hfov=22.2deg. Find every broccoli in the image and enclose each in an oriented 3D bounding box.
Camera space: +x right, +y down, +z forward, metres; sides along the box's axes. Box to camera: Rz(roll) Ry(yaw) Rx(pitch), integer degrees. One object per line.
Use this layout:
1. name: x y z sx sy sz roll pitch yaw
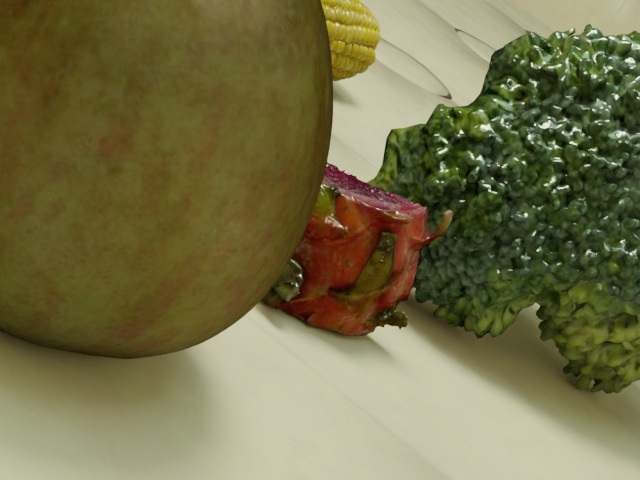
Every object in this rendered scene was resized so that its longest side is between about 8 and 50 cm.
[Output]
1. broccoli: 0.199 -0.005 1.270 0.375 0.302 0.249 -12 66 -31

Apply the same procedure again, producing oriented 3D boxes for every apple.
1. apple: -0.110 -0.078 0.824 0.257 0.234 0.257 31 14 -9

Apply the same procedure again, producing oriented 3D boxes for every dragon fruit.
1. dragon fruit: 0.000 0.000 1.054 0.147 0.102 0.096 26 9 5

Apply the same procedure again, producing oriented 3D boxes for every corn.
1. corn: -0.035 -0.210 1.559 0.093 0.093 0.244 45 21 31
